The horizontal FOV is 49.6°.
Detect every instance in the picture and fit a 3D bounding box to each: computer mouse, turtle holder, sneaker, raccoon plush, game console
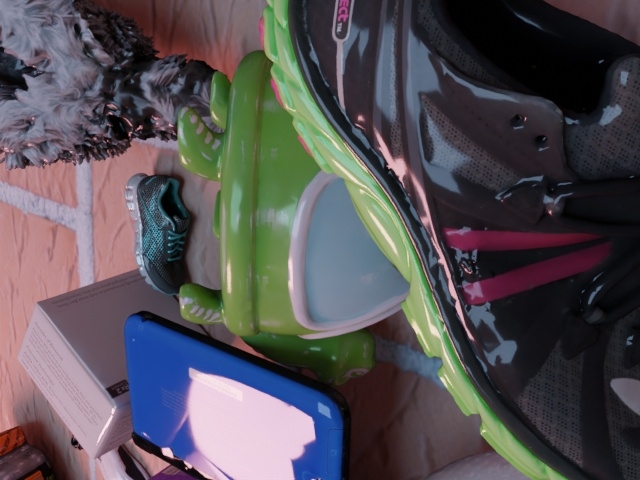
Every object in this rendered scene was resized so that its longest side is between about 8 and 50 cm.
[{"bbox_3d":[-0.346,0.357,1.129,0.193,0.042,0.106,41,123,20],"label":"computer mouse"},{"bbox_3d":[0.001,-0.005,0.630,0.227,0.243,0.320,3,93,-1],"label":"turtle holder"},{"bbox_3d":[0.154,-0.014,0.432,0.202,0.185,0.483,-30,102,43],"label":"sneaker"},{"bbox_3d":[-0.256,-0.188,0.858,0.446,0.299,0.216,29,107,-9],"label":"raccoon plush"},{"bbox_3d":[-0.201,-0.009,0.898,0.076,0.065,0.166,-8,100,34],"label":"sneaker"},{"bbox_3d":[-0.055,0.202,0.773,0.293,0.173,0.250,15,114,32],"label":"game console"}]

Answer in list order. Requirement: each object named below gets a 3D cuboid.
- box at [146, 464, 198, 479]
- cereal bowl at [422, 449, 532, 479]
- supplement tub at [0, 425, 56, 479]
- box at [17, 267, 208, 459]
[{"bbox_3d":[-0.106,0.421,0.957,0.293,0.057,0.201,-11,98,38],"label":"box"},{"bbox_3d":[0.169,0.329,0.552,0.339,0.141,0.339,-13,58,21],"label":"cereal bowl"},{"bbox_3d":[-0.552,0.510,1.235,0.193,0.193,0.316,-24,88,39],"label":"supplement tub"},{"bbox_3d":[-0.263,0.154,0.915,0.182,0.181,0.119,45,125,18],"label":"box"}]
